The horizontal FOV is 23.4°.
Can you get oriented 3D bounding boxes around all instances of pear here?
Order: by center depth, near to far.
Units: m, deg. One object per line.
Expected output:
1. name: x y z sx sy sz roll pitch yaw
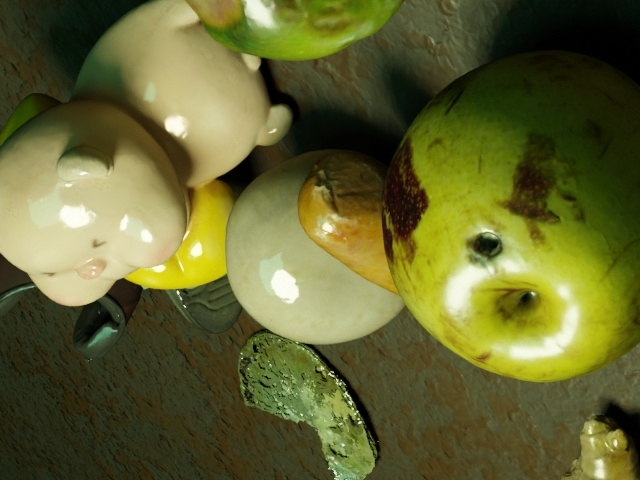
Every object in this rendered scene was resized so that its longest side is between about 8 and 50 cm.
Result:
1. pear: 0.174 -0.016 1.262 0.284 0.283 0.283 27 141 24

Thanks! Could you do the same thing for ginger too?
1. ginger: 0.351 0.317 1.585 0.333 0.080 0.166 54 156 -7

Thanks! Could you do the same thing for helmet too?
1. helmet: -0.313 0.033 1.878 0.189 0.193 0.216 26 175 -34

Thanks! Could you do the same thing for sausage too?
1. sausage: 0.096 0.005 1.434 0.270 0.109 0.109 27 151 -22

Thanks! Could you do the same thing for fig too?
1. fig: -0.049 -0.256 1.348 0.206 0.206 0.275 60 162 -19

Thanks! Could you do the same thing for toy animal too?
1. toy animal: -0.192 -0.055 1.551 0.345 0.247 0.277 -34 99 25

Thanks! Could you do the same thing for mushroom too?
1. mushroom: 0.000 0.000 1.563 0.204 0.204 0.204 27 141 24

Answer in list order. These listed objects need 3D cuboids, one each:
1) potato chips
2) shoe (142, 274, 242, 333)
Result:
1. potato chips: -0.016 0.206 1.898 0.220 0.029 0.202 41 142 9
2. shoe: -0.199 -0.025 1.784 0.149 0.109 0.293 -5 115 47
